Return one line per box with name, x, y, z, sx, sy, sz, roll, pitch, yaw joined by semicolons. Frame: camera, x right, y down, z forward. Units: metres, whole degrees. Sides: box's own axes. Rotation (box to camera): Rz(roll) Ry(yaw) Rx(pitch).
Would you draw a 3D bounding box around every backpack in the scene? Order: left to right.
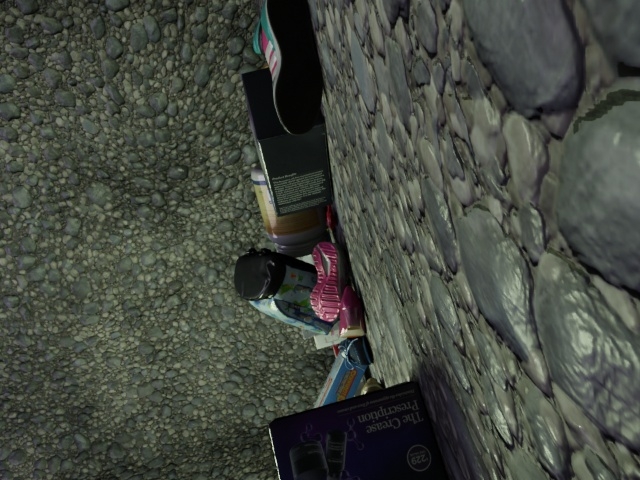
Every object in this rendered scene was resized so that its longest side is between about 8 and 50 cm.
backpack;-0.078;0.172;1.541;0.290;0.355;0.274;-4;81;56

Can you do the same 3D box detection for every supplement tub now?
supplement tub;-0.094;-0.122;1.592;0.228;0.228;0.317;-113;10;-69

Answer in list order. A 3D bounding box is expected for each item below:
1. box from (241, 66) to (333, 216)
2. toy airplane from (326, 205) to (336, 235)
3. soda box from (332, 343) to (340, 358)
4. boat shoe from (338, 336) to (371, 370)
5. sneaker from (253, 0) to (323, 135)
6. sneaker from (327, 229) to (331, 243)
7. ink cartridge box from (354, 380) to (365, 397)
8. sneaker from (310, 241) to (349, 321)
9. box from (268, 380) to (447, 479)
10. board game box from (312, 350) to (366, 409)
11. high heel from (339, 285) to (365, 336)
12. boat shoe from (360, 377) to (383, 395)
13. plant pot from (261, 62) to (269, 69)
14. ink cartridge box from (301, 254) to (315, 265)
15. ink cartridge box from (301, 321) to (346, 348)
box;-0.091;-0.282;1.294;0.294;0.182;0.297;82;172;-52
toy airplane;0.027;-0.088;1.423;0.151;0.028;0.151;166;90;-85
soda box;0.117;0.572;2.276;0.263;0.083;0.092;-116;12;-72
boat shoe;0.107;0.363;1.485;0.258;0.088;0.109;94;162;-80
sneaker;-0.077;-0.387;1.024;0.178;0.123;0.296;-128;32;-70
sneaker;0.000;0.000;1.815;0.069;0.082;0.210;-114;9;-60
ink cartridge box;0.134;0.738;1.937;0.168;0.171;0.233;-109;5;-48
sneaker;0.040;0.120;1.396;0.111;0.102;0.253;-23;-60;-60
box;0.061;0.365;0.787;0.103;0.260;0.185;88;167;-74
board game box;0.057;0.562;1.704;0.309;0.086;0.302;-64;-3;-9
high heel;0.087;0.219;1.372;0.244;0.082;0.117;71;-167;-68
boat shoe;0.149;0.433;1.343;0.190;0.068;0.072;80;-174;-55
plant pot;-0.138;-0.475;1.504;0.236;0.032;0.237;31;133;41
ink cartridge box;-0.046;0.045;1.912;0.308;0.091;0.386;-58;-51;-75
ink cartridge box;0.029;0.359;1.831;0.115;0.198;0.067;-112;8;-68
